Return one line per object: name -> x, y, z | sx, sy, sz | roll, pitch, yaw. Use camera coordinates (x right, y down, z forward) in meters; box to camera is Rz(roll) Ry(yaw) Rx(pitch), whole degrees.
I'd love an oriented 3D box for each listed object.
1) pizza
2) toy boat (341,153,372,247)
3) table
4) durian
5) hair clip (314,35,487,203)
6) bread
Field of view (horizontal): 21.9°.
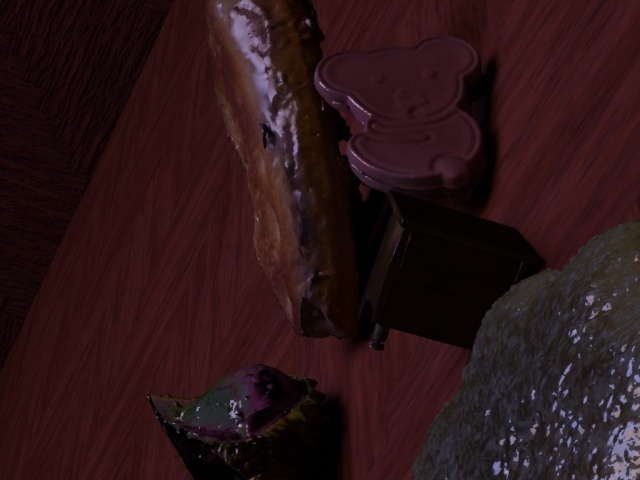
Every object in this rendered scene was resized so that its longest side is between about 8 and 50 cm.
pizza -> -0.017, -0.072, 1.247 | 0.161, 0.085, 0.306 | 144, 113, -73
toy boat -> 0.000, 0.000, 1.333 | 0.055, 0.060, 0.141 | -135, 62, -73
table -> 0.071, 0.027, 0.982 | 0.070, 0.083, 0.082 | -108, 35, -73
durian -> -0.034, 0.153, 1.213 | 0.108, 0.119, 0.186 | -33, 18, -19
hair clip -> 0.062, -0.082, 1.129 | 0.138, 0.123, 0.102 | -117, 21, -78
bread -> 0.106, 0.099, 0.808 | 0.286, 0.056, 0.207 | -57, 20, 35
